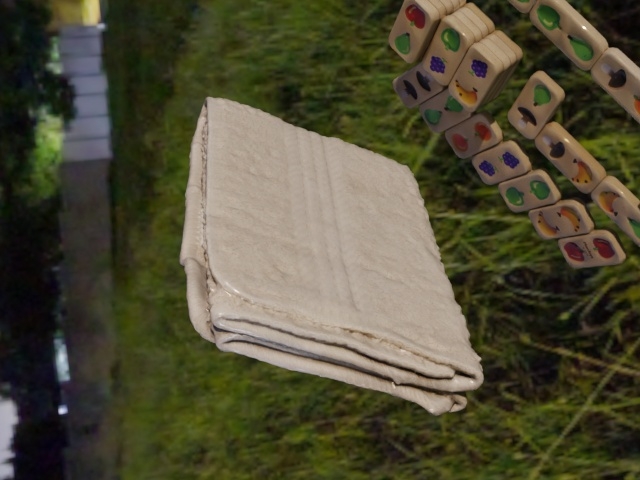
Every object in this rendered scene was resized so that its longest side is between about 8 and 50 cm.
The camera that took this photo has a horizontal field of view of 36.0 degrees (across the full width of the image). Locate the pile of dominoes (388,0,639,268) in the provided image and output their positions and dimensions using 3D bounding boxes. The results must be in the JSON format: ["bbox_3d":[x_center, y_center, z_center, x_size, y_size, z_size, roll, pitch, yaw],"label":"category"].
[{"bbox_3d":[0.151,-0.082,0.725,0.251,0.040,0.196,47,152,12],"label":"pile of dominoes"}]

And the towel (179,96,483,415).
[{"bbox_3d":[0.000,0.000,0.679,0.282,0.187,0.049,-98,31,-57],"label":"towel"}]
